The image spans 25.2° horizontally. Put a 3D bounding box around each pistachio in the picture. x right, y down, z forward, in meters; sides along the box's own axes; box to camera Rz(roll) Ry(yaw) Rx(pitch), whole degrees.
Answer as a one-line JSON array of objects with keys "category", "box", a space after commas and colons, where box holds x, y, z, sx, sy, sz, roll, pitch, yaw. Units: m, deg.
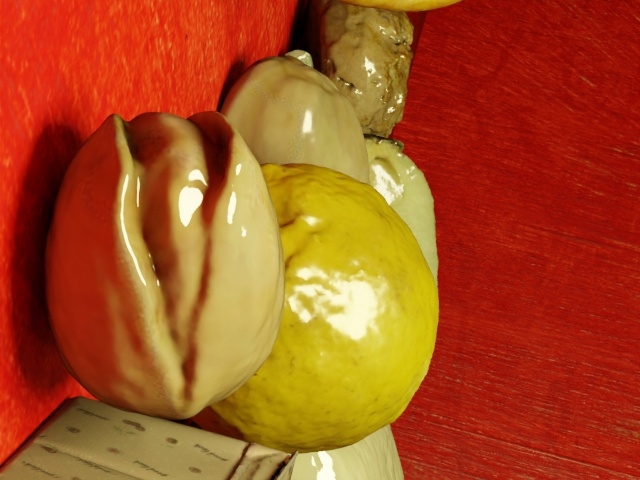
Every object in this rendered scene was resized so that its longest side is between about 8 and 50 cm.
[{"category": "pistachio", "box": [-0.106, 0.024, 0.972, 0.293, 0.162, 0.181, 93, -14, -60]}, {"category": "pistachio", "box": [-0.027, -0.085, 1.473, 0.137, 0.153, 0.238, -114, 179, -45]}]

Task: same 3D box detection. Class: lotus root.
[{"category": "lotus root", "box": [-0.011, -0.010, 1.671, 0.149, 0.267, 0.260, 18, -63, 55]}]

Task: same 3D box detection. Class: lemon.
[{"category": "lemon", "box": [-0.025, 0.067, 1.295, 0.316, 0.286, 0.285, 49, 51, -52]}]

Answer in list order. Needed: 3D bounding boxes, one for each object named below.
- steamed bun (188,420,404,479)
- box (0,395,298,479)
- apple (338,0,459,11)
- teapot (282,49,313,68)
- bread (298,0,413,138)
[{"category": "steamed bun", "box": [-0.054, 0.380, 1.571, 0.371, 0.290, 0.455, -44, 124, -78]}, {"category": "box", "box": [-0.152, 0.299, 1.038, 0.225, 0.191, 0.297, -52, 154, -75]}, {"category": "apple", "box": [0.061, -0.318, 1.183, 0.301, 0.302, 0.301, 14, 90, -84]}, {"category": "teapot", "box": [-0.037, -0.180, 1.692, 0.067, 0.057, 0.083, -15, -124, 53]}, {"category": "bread", "box": [0.042, -0.212, 1.758, 0.230, 0.123, 0.229, -177, -90, -76]}]
